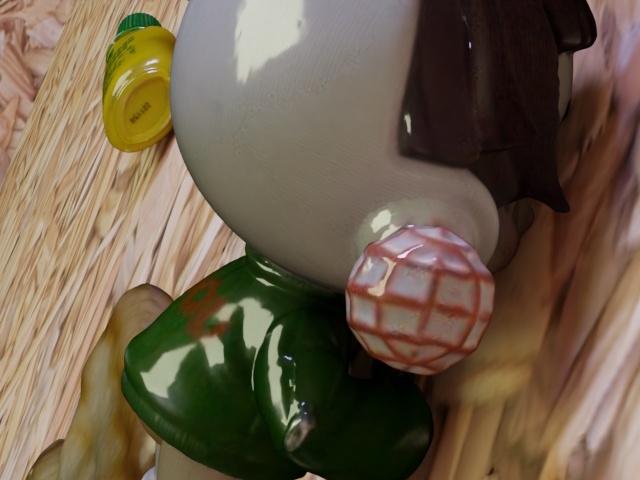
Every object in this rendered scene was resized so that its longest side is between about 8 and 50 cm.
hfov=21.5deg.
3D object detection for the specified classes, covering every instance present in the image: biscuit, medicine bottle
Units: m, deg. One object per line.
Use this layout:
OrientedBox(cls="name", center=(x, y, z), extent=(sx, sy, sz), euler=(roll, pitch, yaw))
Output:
OrientedBox(cls="biscuit", center=(-0.146, 0.170, 1.127), extent=(0.237, 0.062, 0.290), euler=(-63, 16, 9))
OrientedBox(cls="medicine bottle", center=(-0.186, -0.180, 1.748), extent=(0.111, 0.076, 0.309), euler=(-56, 18, 14))

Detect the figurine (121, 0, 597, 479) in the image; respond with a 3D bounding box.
OrientedBox(cls="figurine", center=(0.000, 0.000, 0.718), extent=(0.281, 0.167, 0.370), euler=(-102, 29, -72))
